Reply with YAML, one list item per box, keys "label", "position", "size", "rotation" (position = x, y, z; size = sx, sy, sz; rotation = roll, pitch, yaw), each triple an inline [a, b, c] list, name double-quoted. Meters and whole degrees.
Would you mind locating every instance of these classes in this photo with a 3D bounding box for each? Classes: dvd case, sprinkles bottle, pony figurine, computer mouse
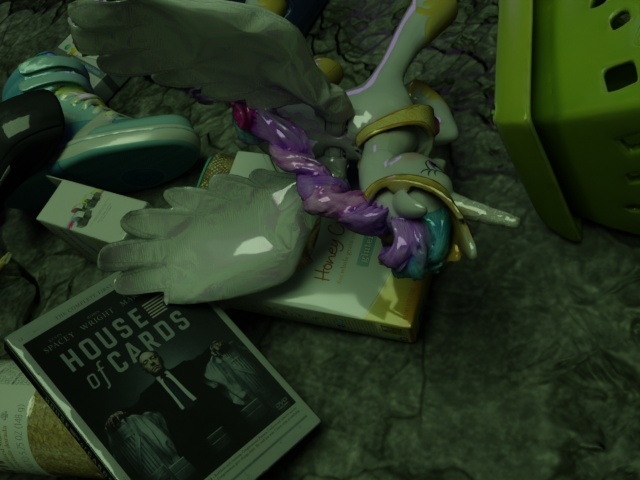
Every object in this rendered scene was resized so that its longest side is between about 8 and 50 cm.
- label: "dvd case"
  position: [-0.141, 0.132, 0.694]
  size: [0.179, 0.029, 0.238]
  rotation: [-35, 74, -34]
- label: "sprinkles bottle"
  position: [-0.333, 0.182, 0.797]
  size: [0.355, 0.121, 0.121]
  rotation: [-3, 58, 23]
- label: "pony figurine"
  position: [-0.017, -0.109, 0.691]
  size: [0.351, 0.302, 0.363]
  rotation: [2, 40, 1]
- label: "computer mouse"
  position: [-0.399, -0.057, 0.909]
  size: [0.262, 0.060, 0.184]
  rotation: [-35, 66, 21]

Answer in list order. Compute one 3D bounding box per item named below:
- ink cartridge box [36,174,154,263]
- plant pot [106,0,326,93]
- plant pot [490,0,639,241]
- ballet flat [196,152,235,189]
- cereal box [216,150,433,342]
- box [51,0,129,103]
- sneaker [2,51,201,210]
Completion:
- label: "ink cartridge box"
  position: [-0.254, -0.012, 0.897]
  size: [0.181, 0.104, 0.061]
  rotation: [15, 66, 32]
- label: "plant pot"
  position: [-0.154, -0.350, 1.004]
  size: [0.236, 0.212, 0.236]
  rotation: [19, 68, 33]
- label: "plant pot"
  position: [0.274, -0.133, 0.663]
  size: [0.207, 0.228, 0.227]
  rotation: [-7, 57, 28]
- label: "ballet flat"
  position: [-0.124, -0.009, 0.862]
  size: [0.067, 0.073, 0.206]
  rotation: [12, 68, 13]
- label: "cereal box"
  position: [0.000, 0.000, 0.786]
  size: [0.240, 0.047, 0.173]
  rotation: [9, 64, 17]
- label: "box"
  position: [-0.329, -0.289, 1.155]
  size: [0.145, 0.038, 0.186]
  rotation: [31, 75, 35]
- label: "sneaker"
  position: [-0.301, -0.167, 0.985]
  size: [0.319, 0.127, 0.208]
  rotation: [-9, 70, 19]
